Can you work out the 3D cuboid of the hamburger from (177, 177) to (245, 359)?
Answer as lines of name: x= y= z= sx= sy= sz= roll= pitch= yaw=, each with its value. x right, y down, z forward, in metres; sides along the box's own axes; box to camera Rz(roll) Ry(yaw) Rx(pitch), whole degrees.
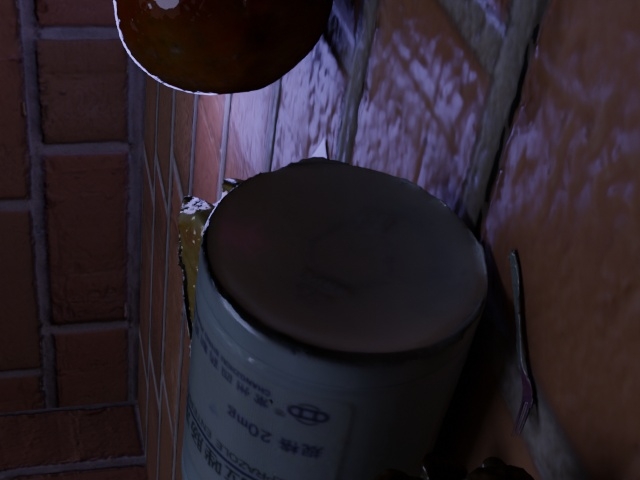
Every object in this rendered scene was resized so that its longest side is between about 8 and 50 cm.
hamburger: x=-0.092 y=0.052 z=1.219 sx=0.131 sy=0.124 sz=0.262 roll=-7 pitch=91 yaw=56

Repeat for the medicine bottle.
medicine bottle: x=-0.006 y=0.123 z=0.754 sx=0.190 sy=0.190 sz=0.332 roll=-108 pitch=21 yaw=-43

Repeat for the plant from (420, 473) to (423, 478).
plant: x=0.016 y=0.320 z=0.633 sx=0.306 sy=0.297 sz=0.261 roll=33 pitch=-154 yaw=-54

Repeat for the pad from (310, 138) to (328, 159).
pad: x=0.000 y=0.000 z=1.054 sx=0.113 sy=0.006 sz=0.187 roll=135 pitch=130 yaw=-69

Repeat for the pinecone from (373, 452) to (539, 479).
pinecone: x=0.072 y=0.208 z=0.522 sx=0.150 sy=0.179 sz=0.195 roll=-163 pitch=77 yaw=-78

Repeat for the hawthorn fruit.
hawthorn fruit: x=-0.084 y=-0.238 z=0.951 sx=0.262 sy=0.211 sz=0.210 roll=-168 pitch=76 yaw=-66

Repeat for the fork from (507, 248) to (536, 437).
fork: x=0.122 y=0.062 z=0.620 sx=0.016 sy=0.012 sz=0.115 roll=157 pitch=114 yaw=-70
